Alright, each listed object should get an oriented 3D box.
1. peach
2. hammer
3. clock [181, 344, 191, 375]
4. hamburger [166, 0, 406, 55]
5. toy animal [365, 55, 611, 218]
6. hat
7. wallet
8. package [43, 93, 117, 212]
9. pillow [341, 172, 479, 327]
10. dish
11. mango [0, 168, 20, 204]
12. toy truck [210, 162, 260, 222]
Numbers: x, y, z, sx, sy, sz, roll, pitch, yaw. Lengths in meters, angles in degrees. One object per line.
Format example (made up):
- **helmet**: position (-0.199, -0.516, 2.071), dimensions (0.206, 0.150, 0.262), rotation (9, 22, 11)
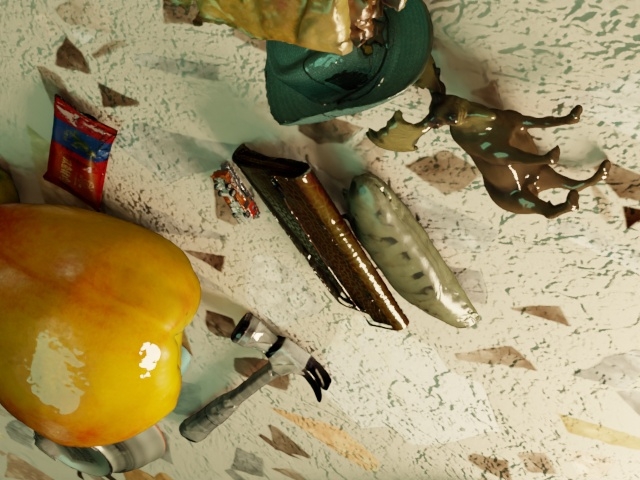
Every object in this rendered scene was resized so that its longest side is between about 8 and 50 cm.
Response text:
- **peach**: position (-0.308, 0.097, 1.650), dimensions (0.308, 0.288, 0.289), rotation (13, 147, 0)
- **hammer**: position (-0.123, 0.213, 1.896), dimensions (0.152, 0.044, 0.427), rotation (34, 148, -11)
- **clock**: position (-0.260, 0.158, 1.916), dimensions (0.147, 0.045, 0.108), rotation (29, 147, -1)
- **hamburger**: position (-0.060, -0.268, 1.067), dimensions (0.245, 0.155, 0.282), rotation (-10, 128, 40)
- **toy animal**: position (0.143, -0.092, 1.220), dimensions (0.186, 0.093, 0.214), rotation (13, 154, 37)
- **hat**: position (0.001, -0.173, 1.173), dimensions (0.191, 0.138, 0.078), rotation (-5, 167, 40)
- **wallet**: position (0.000, 0.000, 1.470), dimensions (0.133, 0.039, 0.243), rotation (23, 155, 50)
- **package**: position (-0.287, -0.100, 1.597), dimensions (0.083, 0.022, 0.200), rotation (28, 150, 0)
- **pillow**: position (0.085, 0.014, 1.449), dimensions (0.093, 0.051, 0.241), rotation (7, 145, 49)
- **dish**: position (-0.386, 0.316, 2.193), dimensions (0.260, 0.085, 0.260), rotation (20, 147, 14)
- **mango**: position (-0.441, -0.033, 1.744), dimensions (0.163, 0.089, 0.111), rotation (-24, 120, 42)
- **toy truck**: position (-0.093, -0.050, 1.513), dimensions (0.024, 0.032, 0.083), rotation (-3, 134, 35)
